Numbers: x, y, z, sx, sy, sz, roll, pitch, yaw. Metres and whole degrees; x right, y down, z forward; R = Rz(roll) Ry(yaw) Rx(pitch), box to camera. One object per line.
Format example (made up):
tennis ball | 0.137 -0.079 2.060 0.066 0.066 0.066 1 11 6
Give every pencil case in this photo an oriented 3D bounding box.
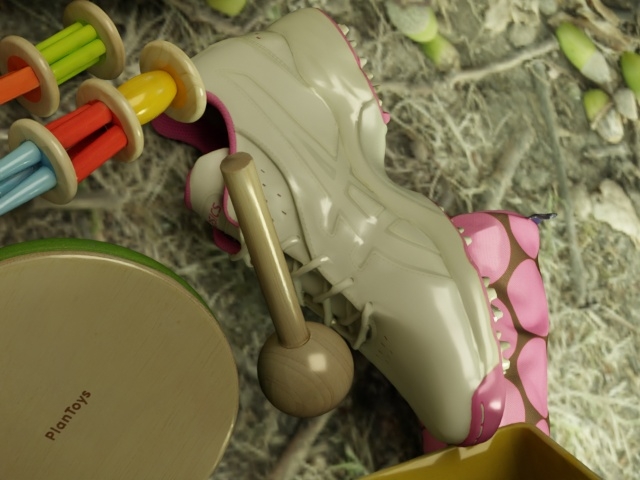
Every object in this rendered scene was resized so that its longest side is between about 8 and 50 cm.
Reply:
pencil case | 0.110 0.085 0.938 0.098 0.095 0.209 24 60 -52

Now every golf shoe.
golf shoe | 0.000 0.000 0.877 0.140 0.115 0.306 -17 60 -22

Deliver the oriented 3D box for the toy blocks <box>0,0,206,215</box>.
toy blocks | -0.158 -0.071 0.827 0.123 0.054 0.148 29 49 31

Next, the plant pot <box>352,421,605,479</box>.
plant pot | 0.069 0.238 0.761 0.212 0.212 0.187 -19 102 -8

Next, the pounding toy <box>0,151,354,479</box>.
pounding toy | -0.119 0.052 0.791 0.237 0.110 0.183 -25 120 -1
